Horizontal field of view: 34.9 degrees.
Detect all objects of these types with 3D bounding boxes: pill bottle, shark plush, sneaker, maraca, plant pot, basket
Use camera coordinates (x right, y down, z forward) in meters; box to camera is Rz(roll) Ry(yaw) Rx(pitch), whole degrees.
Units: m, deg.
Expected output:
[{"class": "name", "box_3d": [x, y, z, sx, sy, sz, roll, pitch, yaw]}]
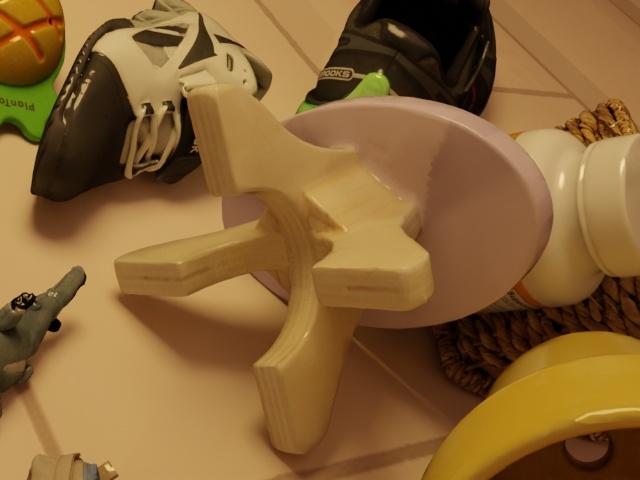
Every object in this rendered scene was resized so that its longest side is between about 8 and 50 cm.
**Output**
[{"class": "pill bottle", "box_3d": [0.140, -0.013, 0.793, 0.136, 0.246, 0.136, 13, 74, -49]}, {"class": "shark plush", "box_3d": [-0.186, 0.061, 0.617, 0.073, 0.067, 0.161, 41, 34, 16]}, {"class": "sneaker", "box_3d": [-0.122, -0.114, 0.857, 0.146, 0.122, 0.330, 28, 33, 0]}, {"class": "maraca", "box_3d": [-0.268, -0.168, 0.846, 0.127, 0.099, 0.185, 3, 66, -41]}, {"class": "plant pot", "box_3d": [0.178, 0.171, 0.620, 0.254, 0.254, 0.239, 30, 16, -1]}, {"class": "sneaker", "box_3d": [0.129, -0.220, 1.126, 0.185, 0.202, 0.482, 30, 33, -1]}, {"class": "basket", "box_3d": [0.243, 0.050, 0.952, 0.213, 0.223, 0.299, 53, 21, -29]}]

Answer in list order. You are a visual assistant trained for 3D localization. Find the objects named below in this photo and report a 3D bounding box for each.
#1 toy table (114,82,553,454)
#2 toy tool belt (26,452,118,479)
[{"class": "toy table", "box_3d": [0.000, 0.000, 0.707, 0.161, 0.274, 0.252, -30, 102, -48]}, {"class": "toy tool belt", "box_3d": [-0.131, 0.155, 0.551, 0.051, 0.052, 0.083, 3, 41, -23]}]
